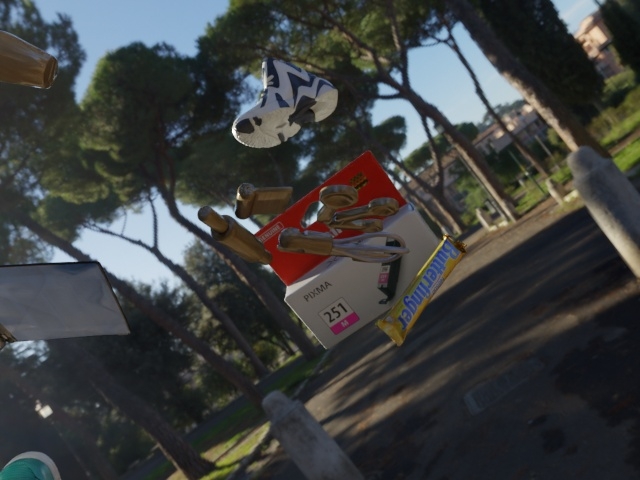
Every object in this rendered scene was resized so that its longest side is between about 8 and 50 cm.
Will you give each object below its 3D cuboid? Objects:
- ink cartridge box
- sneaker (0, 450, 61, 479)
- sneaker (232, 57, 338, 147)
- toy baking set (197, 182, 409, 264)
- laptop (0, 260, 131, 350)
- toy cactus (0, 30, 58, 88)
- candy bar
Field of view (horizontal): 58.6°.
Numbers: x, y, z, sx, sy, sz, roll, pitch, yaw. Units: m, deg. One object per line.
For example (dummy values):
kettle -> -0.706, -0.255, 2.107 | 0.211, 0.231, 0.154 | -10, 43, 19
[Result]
ink cartridge box -> 0.048, 0.022, 0.980 | 0.275, 0.239, 0.060 | -35, 16, 13
sneaker -> -0.383, 0.447, 0.750 | 0.123, 0.296, 0.178 | -16, -2, -10
sneaker -> -0.098, -0.277, 1.107 | 0.235, 0.153, 0.094 | -33, -29, -22
toy baking set -> -0.007, 0.000, 0.614 | 0.196, 0.030, 0.256 | -3, -19, 13
laptop -> -0.597, 0.222, 1.054 | 0.408, 0.236, 0.382 | -59, -7, -29
toy cactus -> -0.362, -0.193, 0.578 | 0.112, 0.180, 0.219 | 136, 152, -76
candy bar -> 0.130, 0.058, 0.718 | 0.161, 0.040, 0.018 | -50, -10, -16
